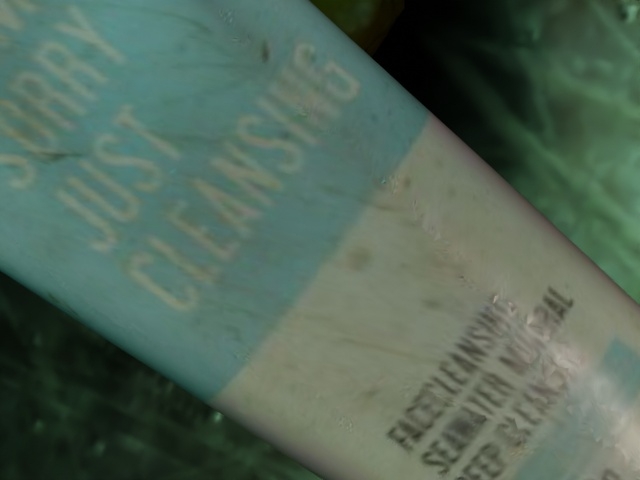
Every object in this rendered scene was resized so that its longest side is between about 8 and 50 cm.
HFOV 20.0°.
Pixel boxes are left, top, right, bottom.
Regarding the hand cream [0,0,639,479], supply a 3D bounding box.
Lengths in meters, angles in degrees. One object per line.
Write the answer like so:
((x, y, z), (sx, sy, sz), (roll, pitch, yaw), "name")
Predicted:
((0.000, 0.000, 0.416), (0.312, 0.070, 0.111), (36, 88, -12), "hand cream")

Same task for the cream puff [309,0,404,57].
((-0.109, -0.117, 0.529), (0.282, 0.185, 0.281), (6, 71, -18), "cream puff")
